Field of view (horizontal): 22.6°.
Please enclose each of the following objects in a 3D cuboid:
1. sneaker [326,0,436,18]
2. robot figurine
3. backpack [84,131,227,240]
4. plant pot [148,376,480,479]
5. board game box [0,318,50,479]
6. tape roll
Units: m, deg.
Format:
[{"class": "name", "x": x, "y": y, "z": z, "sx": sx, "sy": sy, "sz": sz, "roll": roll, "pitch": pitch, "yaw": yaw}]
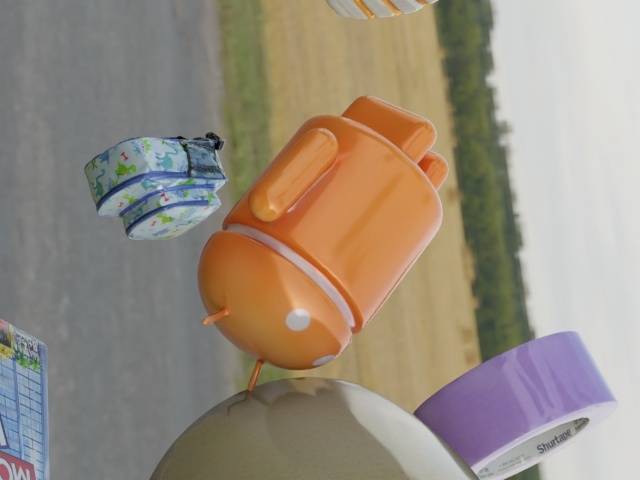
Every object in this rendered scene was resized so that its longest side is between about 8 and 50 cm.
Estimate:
[{"class": "sneaker", "x": 0.092, "y": -0.224, "z": 1.080, "sx": 0.084, "sy": 0.215, "sz": 0.083, "roll": 54, "pitch": 15, "yaw": -7}, {"class": "robot figurine", "x": 0.001, "y": 0.001, "z": 1.127, "sx": 0.219, "sy": 0.128, "sz": 0.158, "roll": -51, "pitch": -175, "yaw": -19}, {"class": "backpack", "x": -0.154, "y": -0.050, "z": 1.491, "sx": 0.114, "sy": 0.105, "sz": 0.084, "roll": 5, "pitch": 62, "yaw": -46}, {"class": "plant pot", "x": 0.027, "y": 0.226, "z": 1.014, "sx": 0.274, "sy": 0.256, "sz": 0.256, "roll": 180, "pitch": -99, "yaw": -74}, {"class": "board game box", "x": -0.199, "y": 0.120, "z": 0.813, "sx": 0.194, "sy": 0.060, "sz": 0.194, "roll": 41, "pitch": 30, "yaw": -59}, {"class": "tape roll", "x": 0.186, "y": 0.168, "z": 1.542, "sx": 0.080, "sy": 0.189, "sz": 0.189, "roll": 62, "pitch": -2, "yaw": 19}]
